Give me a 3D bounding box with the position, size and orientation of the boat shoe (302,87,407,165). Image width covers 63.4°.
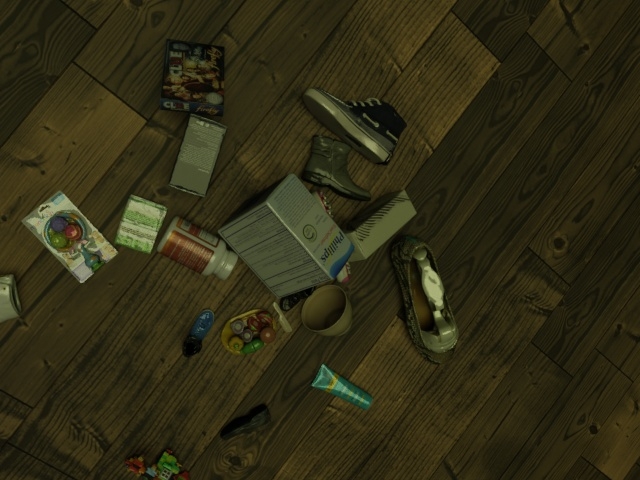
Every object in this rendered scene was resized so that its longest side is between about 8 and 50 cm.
[{"bbox_3d":[0.112,-0.390,1.591,0.340,0.127,0.158,37,81,-23],"label":"boat shoe"}]

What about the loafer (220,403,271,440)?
[{"bbox_3d":[-0.236,0.593,1.649,0.170,0.062,0.061,-26,107,-8],"label":"loafer"}]

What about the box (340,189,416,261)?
[{"bbox_3d":[0.166,-0.046,1.587,0.275,0.113,0.094,-40,106,-36],"label":"box"}]

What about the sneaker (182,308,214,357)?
[{"bbox_3d":[-0.368,0.283,1.562,0.058,0.084,0.152,35,88,-16],"label":"sneaker"}]

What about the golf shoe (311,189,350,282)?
[{"bbox_3d":[0.000,0.000,1.621,0.140,0.115,0.306,-20,101,6],"label":"golf shoe"}]

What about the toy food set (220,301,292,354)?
[{"bbox_3d":[-0.201,0.284,1.612,0.218,0.071,0.128,-23,102,-11],"label":"toy food set"}]

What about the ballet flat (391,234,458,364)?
[{"bbox_3d":[0.357,0.216,1.687,0.164,0.182,0.483,-21,102,-12],"label":"ballet flat"}]

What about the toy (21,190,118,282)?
[{"bbox_3d":[-0.706,-0.007,1.456,0.137,0.056,0.237,-41,105,-8],"label":"toy"}]

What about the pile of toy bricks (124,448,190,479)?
[{"bbox_3d":[-0.483,0.698,1.587,0.212,0.118,0.105,35,55,-7],"label":"pile of toy bricks"}]

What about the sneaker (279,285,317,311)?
[{"bbox_3d":[-0.061,0.160,1.622,0.051,0.089,0.170,43,85,-15],"label":"sneaker"}]

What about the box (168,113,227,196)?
[{"bbox_3d":[-0.348,-0.237,1.467,0.108,0.153,0.207,18,92,-15],"label":"box"}]

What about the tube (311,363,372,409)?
[{"bbox_3d":[0.075,0.494,1.725,0.207,0.052,0.080,31,79,-9],"label":"tube"}]

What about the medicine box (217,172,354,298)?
[{"bbox_3d":[-0.100,-0.003,1.488,0.289,0.263,0.149,49,49,-15],"label":"medicine box"}]

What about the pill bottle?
[{"bbox_3d":[-0.356,0.028,1.515,0.216,0.121,0.121,30,89,-16],"label":"pill bottle"}]

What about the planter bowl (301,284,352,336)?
[{"bbox_3d":[0.035,0.236,1.635,0.162,0.162,0.109,-45,132,-5],"label":"planter bowl"}]

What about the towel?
[{"bbox_3d":[-0.527,-0.047,1.517,0.113,0.023,0.152,20,94,-13],"label":"towel"}]

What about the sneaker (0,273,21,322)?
[{"bbox_3d":[-0.924,0.099,1.395,0.169,0.108,0.292,-21,111,-12],"label":"sneaker"}]

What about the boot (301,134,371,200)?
[{"bbox_3d":[0.071,-0.227,1.616,0.246,0.083,0.161,21,86,-17],"label":"boot"}]

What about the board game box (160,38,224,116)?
[{"bbox_3d":[-0.348,-0.450,1.424,0.165,0.042,0.243,3,57,-15],"label":"board game box"}]
